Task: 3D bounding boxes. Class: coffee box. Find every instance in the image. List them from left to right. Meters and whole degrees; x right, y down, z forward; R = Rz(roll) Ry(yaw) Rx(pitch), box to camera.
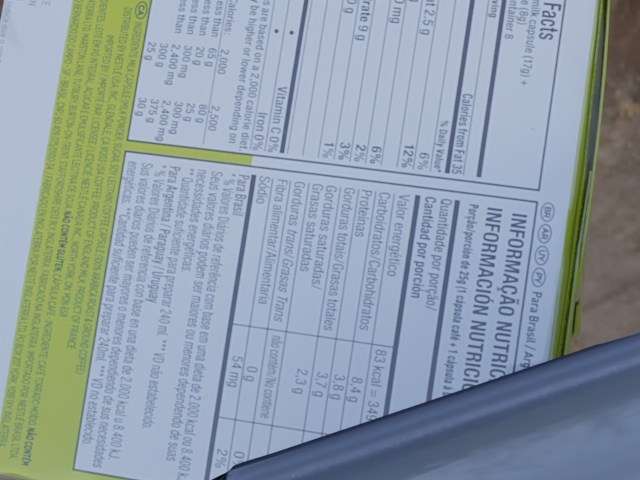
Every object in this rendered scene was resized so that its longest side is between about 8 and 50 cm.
[{"bbox_3d":[0.000,0.000,0.879,0.335,0.338,0.337,7,-7,12],"label":"coffee box"}]

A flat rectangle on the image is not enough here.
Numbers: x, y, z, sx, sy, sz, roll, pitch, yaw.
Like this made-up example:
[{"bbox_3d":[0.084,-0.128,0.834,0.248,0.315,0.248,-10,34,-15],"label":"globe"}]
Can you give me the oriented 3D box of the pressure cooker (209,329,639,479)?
[{"bbox_3d":[0.181,0.198,0.457,0.421,0.369,0.375,-20,1,0],"label":"pressure cooker"}]
